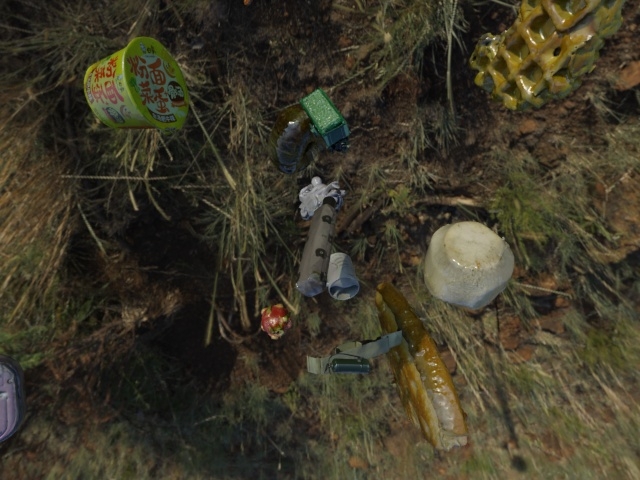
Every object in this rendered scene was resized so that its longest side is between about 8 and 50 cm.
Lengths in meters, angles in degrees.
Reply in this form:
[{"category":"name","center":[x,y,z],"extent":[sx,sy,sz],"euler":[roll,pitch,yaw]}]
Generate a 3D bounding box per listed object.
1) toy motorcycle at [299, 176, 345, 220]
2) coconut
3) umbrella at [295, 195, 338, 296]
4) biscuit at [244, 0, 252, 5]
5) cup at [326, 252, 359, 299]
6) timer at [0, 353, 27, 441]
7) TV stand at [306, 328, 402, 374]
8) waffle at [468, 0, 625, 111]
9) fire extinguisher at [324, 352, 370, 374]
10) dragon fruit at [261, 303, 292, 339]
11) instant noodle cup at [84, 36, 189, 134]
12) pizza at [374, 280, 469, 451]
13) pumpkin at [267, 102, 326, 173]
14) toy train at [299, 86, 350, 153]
[{"category":"toy motorcycle","center":[-0.007,-0.181,1.663],"extent":[0.110,0.171,0.260],"euler":[-6,173,-41]},{"category":"coconut","center":[0.431,0.081,1.189],"extent":[0.244,0.245,0.248],"euler":[-6,145,3]},{"category":"umbrella","center":[0.000,0.000,1.049],"extent":[0.073,0.338,0.067],"euler":[-22,126,29]},{"category":"biscuit","center":[-0.235,-0.844,1.365],"extent":[0.015,0.078,0.091],"euler":[14,129,-37]},{"category":"cup","center":[0.053,0.108,1.309],"extent":[0.135,0.133,0.099],"euler":[30,118,-27]},{"category":"timer","center":[-0.745,0.344,0.839],"extent":[0.208,0.191,0.069],"euler":[-5,-178,-28]},{"category":"TV stand","center":[0.084,0.230,0.843],"extent":[0.248,0.036,0.042],"euler":[-6,-177,-36]},{"category":"waffle","center":[0.209,-0.221,0.385],"extent":[0.051,0.149,0.194],"euler":[-13,136,-16]},{"category":"fire extinguisher","center":[0.045,0.219,0.713],"extent":[0.083,0.038,0.025],"euler":[6,147,-17]},{"category":"dragon fruit","center":[-0.118,0.220,1.076],"extent":[0.081,0.116,0.086],"euler":[35,111,-22]},{"category":"instant noodle cup","center":[-0.644,-0.517,1.402],"extent":[0.221,0.312,0.312],"euler":[-3,137,22]},{"category":"pizza","center":[0.263,0.358,1.072],"extent":[0.130,0.440,0.406],"euler":[-15,138,-4]},{"category":"pumpkin","center":[-0.082,-0.442,1.713],"extent":[0.325,0.242,0.232],"euler":[-48,169,-5]},{"category":"toy train","center":[0.021,-0.433,1.504],"extent":[0.115,0.270,0.154],"euler":[-31,147,5]}]
